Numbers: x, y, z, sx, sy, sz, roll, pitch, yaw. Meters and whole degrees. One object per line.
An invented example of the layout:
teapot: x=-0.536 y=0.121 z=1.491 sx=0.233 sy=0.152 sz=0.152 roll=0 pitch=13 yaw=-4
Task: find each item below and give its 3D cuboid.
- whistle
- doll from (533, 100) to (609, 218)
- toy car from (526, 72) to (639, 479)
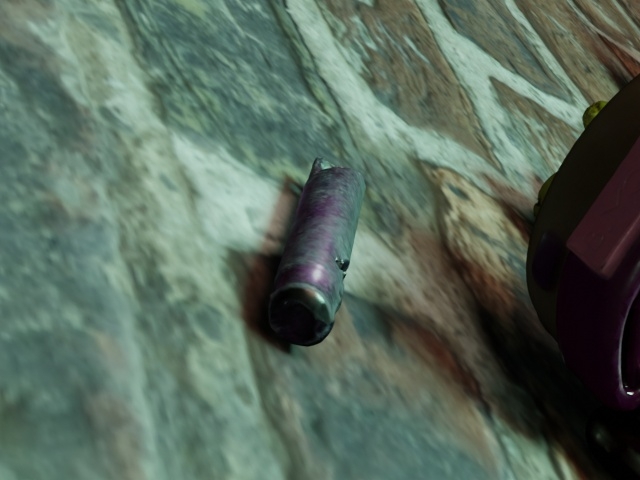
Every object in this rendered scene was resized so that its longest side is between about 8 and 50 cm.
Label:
whistle: x=0.000 y=0.000 z=0.706 sx=0.033 sy=0.033 sz=0.176 roll=38 pitch=23 yaw=-10
doll: x=0.209 y=-0.020 z=1.045 sx=0.209 sy=0.097 sz=0.137 roll=27 pitch=54 yaw=-69
toy car: x=0.261 y=0.013 z=0.842 sx=0.341 sy=0.271 sz=0.240 roll=28 pitch=12 yaw=-30
